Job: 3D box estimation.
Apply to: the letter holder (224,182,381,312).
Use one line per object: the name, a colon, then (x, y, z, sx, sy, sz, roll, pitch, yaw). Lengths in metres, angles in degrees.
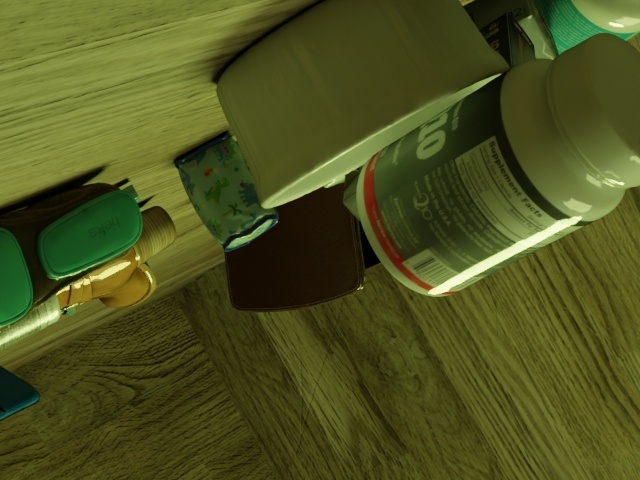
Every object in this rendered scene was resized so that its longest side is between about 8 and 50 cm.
letter holder: (0.000, 0.000, 2.389, 0.152, 0.214, 0.302, 0, 172, -44)

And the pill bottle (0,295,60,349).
pill bottle: (-0.385, 0.090, 1.797, 0.137, 0.078, 0.078, -28, 178, -30)

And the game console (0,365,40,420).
game console: (-0.570, 0.225, 2.049, 0.250, 0.173, 0.293, -30, 177, 17)

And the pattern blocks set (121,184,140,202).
pattern blocks set: (-0.367, 0.022, 1.862, 0.325, 0.026, 0.285, -28, 178, -16)

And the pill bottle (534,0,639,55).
pill bottle: (0.330, -0.301, 1.834, 0.146, 0.146, 0.264, -28, 178, -23)

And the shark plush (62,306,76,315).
shark plush: (-0.405, 0.085, 2.366, 0.073, 0.067, 0.161, -29, 178, -14)

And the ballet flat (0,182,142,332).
ballet flat: (-0.328, 0.021, 1.554, 0.124, 0.116, 0.342, -7, -164, 35)

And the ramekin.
ramekin: (0.033, -0.154, 1.485, 0.277, 0.135, 0.277, -29, 177, -1)

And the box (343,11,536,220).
box: (0.131, -0.131, 1.671, 0.231, 0.056, 0.183, -33, -155, 24)

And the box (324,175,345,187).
box: (0.076, -0.169, 1.986, 0.181, 0.119, 0.182, -30, 178, 21)

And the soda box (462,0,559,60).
soda box: (0.136, -0.193, 1.804, 0.286, 0.098, 0.091, -25, -144, 16)

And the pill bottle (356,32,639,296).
pill bottle: (0.183, -0.070, 1.425, 0.283, 0.161, 0.161, -31, 178, 39)

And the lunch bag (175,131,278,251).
lunch bag: (-0.118, -0.057, 1.930, 0.096, 0.129, 0.151, -28, 177, -9)

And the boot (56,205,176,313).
boot: (-0.335, 0.063, 2.158, 0.220, 0.109, 0.283, -30, 177, -30)
